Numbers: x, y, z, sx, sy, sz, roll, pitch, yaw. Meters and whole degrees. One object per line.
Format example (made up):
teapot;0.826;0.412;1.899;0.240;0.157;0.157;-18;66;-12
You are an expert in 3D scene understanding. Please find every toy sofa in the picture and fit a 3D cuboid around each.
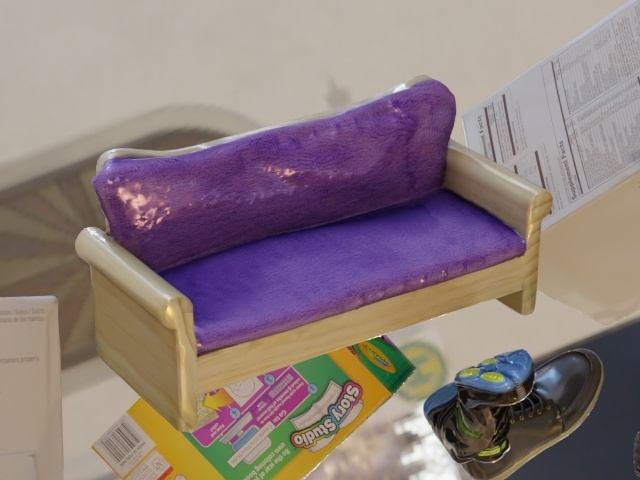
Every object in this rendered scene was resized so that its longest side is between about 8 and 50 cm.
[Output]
toy sofa;0.000;0.000;1.299;0.150;0.363;0.177;35;-47;49

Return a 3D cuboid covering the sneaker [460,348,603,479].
sneaker;0.256;0.205;2.009;0.083;0.222;0.118;44;-5;35

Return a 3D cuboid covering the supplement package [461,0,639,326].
supplement package;0.313;-0.081;1.623;0.199;0.263;0.198;26;43;-37

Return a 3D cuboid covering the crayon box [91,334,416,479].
crayon box;-0.065;0.159;1.538;0.165;0.278;0.081;46;22;4

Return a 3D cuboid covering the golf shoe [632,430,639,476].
golf shoe;0.345;0.239;1.318;0.273;0.120;0.105;57;-1;-24

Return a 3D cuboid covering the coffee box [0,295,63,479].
coffee box;-0.457;0.231;1.436;0.334;0.338;0.338;-9;-97;44

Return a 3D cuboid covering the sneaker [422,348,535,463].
sneaker;0.141;0.143;1.356;0.078;0.067;0.188;65;-20;13
